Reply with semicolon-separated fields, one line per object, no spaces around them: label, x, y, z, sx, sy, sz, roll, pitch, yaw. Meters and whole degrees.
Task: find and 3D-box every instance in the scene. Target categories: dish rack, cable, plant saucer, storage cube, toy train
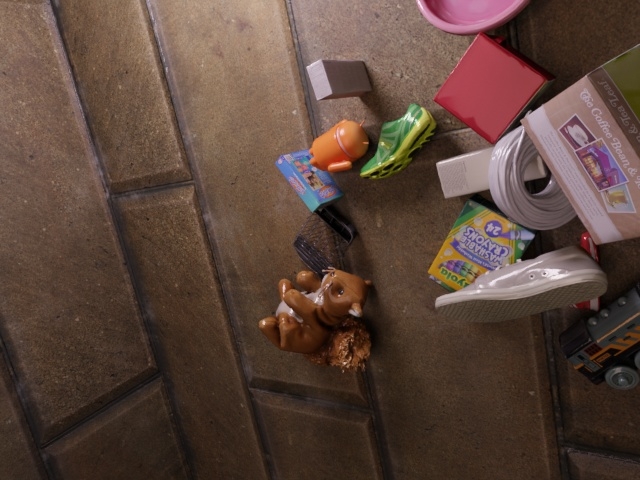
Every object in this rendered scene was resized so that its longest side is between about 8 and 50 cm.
dish rack;0.000;0.000;1.687;0.208;0.074;0.271;44;126;15
cable;0.526;-0.158;1.120;0.257;0.089;0.257;31;92;-13
plant saucer;0.394;-0.667;1.139;0.332;0.084;0.332;2;94;36
storage cube;0.439;-0.381;1.179;0.193;0.184;0.215;42;124;14
toy train;0.775;0.238;1.173;0.190;0.142;0.334;36;125;-1

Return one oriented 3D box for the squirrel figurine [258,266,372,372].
squirrel figurine;0.042;0.277;1.680;0.370;0.281;0.397;-30;103;28

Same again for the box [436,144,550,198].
box;0.469;-0.201;1.278;0.275;0.094;0.113;-10;101;36

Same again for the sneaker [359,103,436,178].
sneaker;0.227;-0.292;1.424;0.295;0.109;0.123;-43;58;39

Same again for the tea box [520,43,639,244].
tea box;0.669;-0.217;0.958;0.329;0.323;0.220;61;167;3

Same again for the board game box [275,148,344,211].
board game box;-0.034;-0.207;1.582;0.210;0.160;0.047;53;128;8

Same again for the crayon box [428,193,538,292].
crayon box;0.462;0.054;1.382;0.203;0.083;0.323;33;123;21

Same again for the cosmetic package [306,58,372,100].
cosmetic package;0.060;-0.472;1.372;0.060;0.239;0.099;-11;99;37

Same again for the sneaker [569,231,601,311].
sneaker;0.673;0.085;1.246;0.128;0.087;0.221;-2;104;34

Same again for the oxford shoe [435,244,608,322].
oxford shoe;0.518;0.123;1.255;0.449;0.169;0.130;-24;48;40

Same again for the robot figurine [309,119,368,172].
robot figurine;0.063;-0.299;1.503;0.219;0.158;0.128;-24;109;38
